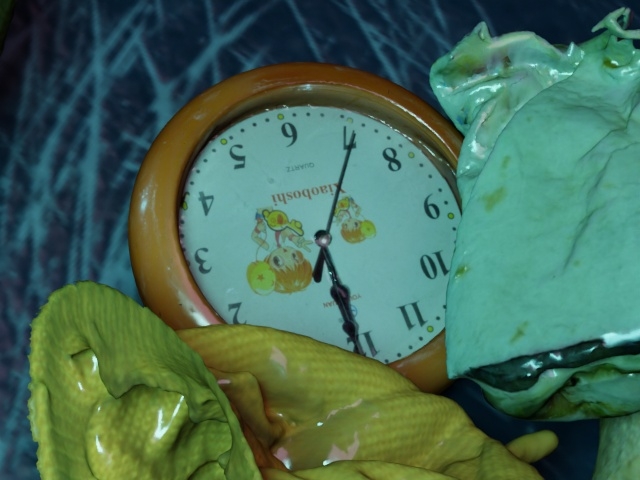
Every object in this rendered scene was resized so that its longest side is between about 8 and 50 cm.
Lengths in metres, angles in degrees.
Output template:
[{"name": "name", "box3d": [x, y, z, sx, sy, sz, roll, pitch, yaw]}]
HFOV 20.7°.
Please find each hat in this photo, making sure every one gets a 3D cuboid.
[{"name": "hat", "box3d": [0.017, 0.116, 0.824, 0.233, 0.233, 0.244, -13, 47, -32]}]

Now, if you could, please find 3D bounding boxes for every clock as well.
[{"name": "clock", "box3d": [0.000, 0.000, 0.925, 0.205, 0.051, 0.205, 5, 67, -11]}]

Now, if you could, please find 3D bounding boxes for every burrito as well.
[{"name": "burrito", "box3d": [0.131, -0.018, 0.881, 0.144, 0.089, 0.228, -10, 52, 13]}]

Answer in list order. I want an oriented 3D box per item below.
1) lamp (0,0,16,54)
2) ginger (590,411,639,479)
[{"name": "lamp", "box3d": [-0.284, -0.127, 0.828, 0.284, 0.250, 0.250, -17, 71, 2]}, {"name": "ginger", "box3d": [0.216, 0.085, 0.891, 0.190, 0.126, 0.354, 17, 67, 18]}]
